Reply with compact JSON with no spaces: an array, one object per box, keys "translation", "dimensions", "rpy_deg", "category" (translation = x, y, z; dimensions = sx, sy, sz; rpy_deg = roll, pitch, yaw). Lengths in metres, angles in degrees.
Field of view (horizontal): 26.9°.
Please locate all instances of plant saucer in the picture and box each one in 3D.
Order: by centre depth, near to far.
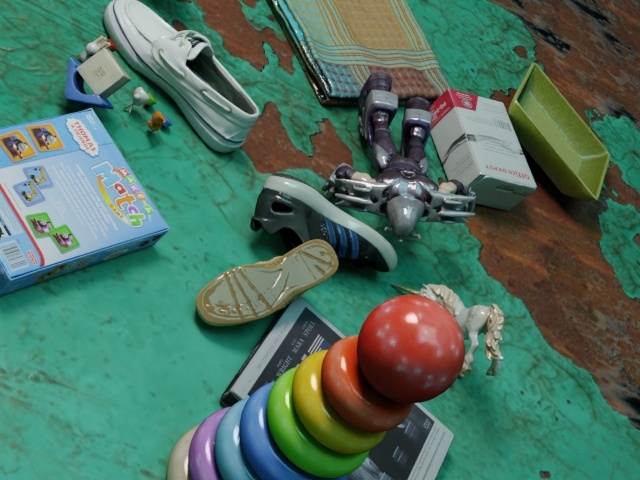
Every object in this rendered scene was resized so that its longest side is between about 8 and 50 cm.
[{"translation":[0.337,-0.151,1.943],"dimensions":[0.188,0.045,0.188],"rpy_deg":[49,28,-7],"category":"plant saucer"}]

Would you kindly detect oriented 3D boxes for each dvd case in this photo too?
[{"translation":[0.024,0.187,1.410],"dimensions":[0.239,0.029,0.179],"rpy_deg":[42,38,-6],"category":"dvd case"}]

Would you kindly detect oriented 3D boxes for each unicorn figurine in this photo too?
[{"translation":[0.161,0.102,1.558],"dimensions":[0.060,0.162,0.111],"rpy_deg":[8,79,-44],"category":"unicorn figurine"}]

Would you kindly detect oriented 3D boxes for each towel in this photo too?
[{"translation":[0.025,-0.344,1.860],"dimensions":[0.271,0.040,0.370],"rpy_deg":[-6,62,-44],"category":"towel"}]

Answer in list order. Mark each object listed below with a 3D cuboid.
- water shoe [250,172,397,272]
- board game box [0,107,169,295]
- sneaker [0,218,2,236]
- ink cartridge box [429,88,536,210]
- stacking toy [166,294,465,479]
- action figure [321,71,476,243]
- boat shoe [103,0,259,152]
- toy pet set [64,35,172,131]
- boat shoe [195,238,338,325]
[{"translation":[0.000,0.000,1.532],"dimensions":[0.203,0.073,0.080],"rpy_deg":[34,78,-31],"category":"water shoe"},{"translation":[-0.272,-0.044,1.332],"dimensions":[0.211,0.039,0.160],"rpy_deg":[-21,73,-48],"category":"board game box"},{"translation":[-0.364,-0.050,1.211],"dimensions":[0.147,0.104,0.295],"rpy_deg":[19,52,-32],"category":"sneaker"},{"translation":[0.216,-0.122,1.821],"dimensions":[0.109,0.063,0.150],"rpy_deg":[10,51,-37],"category":"ink cartridge box"},{"translation":[0.001,0.156,1.175],"dimensions":[0.141,0.330,0.141],"rpy_deg":[24,44,-25],"category":"stacking toy"},{"translation":[0.099,-0.085,1.637],"dimensions":[0.185,0.099,0.285],"rpy_deg":[17,36,-11],"category":"action figure"},{"translation":[-0.153,-0.208,1.551],"dimensions":[0.226,0.076,0.083],"rpy_deg":[46,38,0],"category":"boat shoe"},{"translation":[-0.234,-0.162,1.472],"dimensions":[0.122,0.065,0.114],"rpy_deg":[54,4,4],"category":"toy pet set"},{"translation":[-0.060,0.053,1.426],"dimensions":[0.170,0.059,0.063],"rpy_deg":[-21,78,-27],"category":"boat shoe"}]
